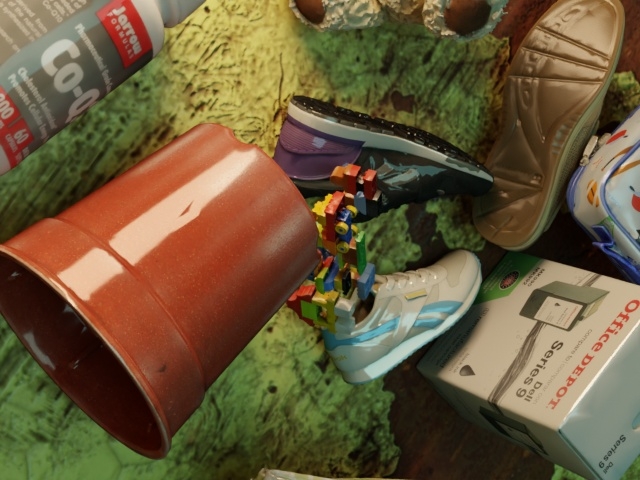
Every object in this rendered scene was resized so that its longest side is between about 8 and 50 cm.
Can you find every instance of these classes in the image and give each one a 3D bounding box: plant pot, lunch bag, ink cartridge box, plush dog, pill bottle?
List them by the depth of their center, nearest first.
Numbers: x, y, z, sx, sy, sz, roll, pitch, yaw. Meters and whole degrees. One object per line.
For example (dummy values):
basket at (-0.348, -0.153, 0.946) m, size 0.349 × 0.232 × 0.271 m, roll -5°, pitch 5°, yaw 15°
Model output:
pill bottle at (-0.257, -0.207, 1.203) m, size 0.283 × 0.161 × 0.161 m, roll -41°, pitch 115°, yaw -16°
plant pot at (-0.157, 0.034, 1.259) m, size 0.265 × 0.272 × 0.272 m, roll -42°, pitch 116°, yaw -26°
plush dog at (0.106, -0.354, 1.368) m, size 0.210 × 0.262 × 0.225 m, roll -36°, pitch 130°, yaw -55°
ink cartridge box at (0.287, 0.144, 1.489) m, size 0.211 × 0.289 × 0.121 m, roll -49°, pitch 118°, yaw -13°
lunch bag at (0.454, -0.032, 1.521) m, size 0.303 × 0.115 × 0.243 m, roll 46°, pitch 79°, yaw -12°

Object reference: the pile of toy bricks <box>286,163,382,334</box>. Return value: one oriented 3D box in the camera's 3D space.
pile of toy bricks at (0.000, 0.000, 1.380) m, size 0.212 × 0.105 × 0.118 m, roll 86°, pitch 26°, yaw -50°

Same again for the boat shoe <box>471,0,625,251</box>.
boat shoe at (0.288, -0.150, 1.552) m, size 0.341 × 0.121 × 0.110 m, roll -66°, pitch 157°, yaw 1°

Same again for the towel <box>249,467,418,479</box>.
towel at (0.037, 0.442, 1.383) m, size 0.320 × 0.090 × 0.375 m, roll 7°, pitch 100°, yaw -22°

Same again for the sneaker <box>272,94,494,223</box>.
sneaker at (0.068, -0.076, 1.456) m, size 0.283 × 0.107 × 0.124 m, roll 14°, pitch 106°, yaw -26°

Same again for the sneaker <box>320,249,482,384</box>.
sneaker at (0.102, 0.075, 1.494) m, size 0.228 × 0.087 × 0.092 m, roll -37°, pitch 112°, yaw -20°
